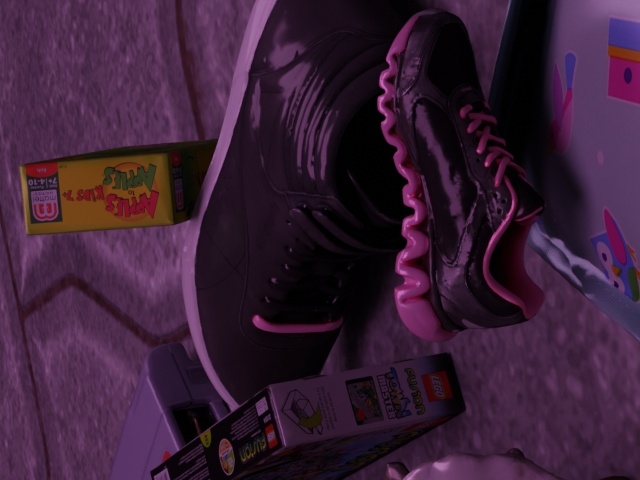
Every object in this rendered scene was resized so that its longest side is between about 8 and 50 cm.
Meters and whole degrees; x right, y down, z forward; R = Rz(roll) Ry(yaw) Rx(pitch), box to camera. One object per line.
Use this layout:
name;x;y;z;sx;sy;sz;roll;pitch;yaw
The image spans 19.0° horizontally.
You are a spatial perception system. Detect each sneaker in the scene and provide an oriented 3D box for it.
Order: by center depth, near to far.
sneaker;0.055;-0.023;0.673;0.057;0.047;0.119;0;99;41
sneaker;0.000;0.000;1.064;0.147;0.104;0.295;-128;43;-54

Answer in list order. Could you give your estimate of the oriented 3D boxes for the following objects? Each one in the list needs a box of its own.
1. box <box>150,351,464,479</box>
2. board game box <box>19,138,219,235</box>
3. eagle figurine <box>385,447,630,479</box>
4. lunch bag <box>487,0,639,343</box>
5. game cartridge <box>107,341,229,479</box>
box;-0.013;0.118;1.117;0.207;0.114;0.036;-41;61;60
board game box;-0.109;-0.036;1.185;0.181;0.092;0.043;-24;-70;-76
eagle figurine;0.111;0.247;0.836;0.226;0.225;0.298;-51;41;43
lunch bag;0.147;-0.090;0.690;0.262;0.160;0.223;-132;44;-57
game cartridge;-0.079;0.244;1.358;0.196;0.060;0.294;105;146;-46
